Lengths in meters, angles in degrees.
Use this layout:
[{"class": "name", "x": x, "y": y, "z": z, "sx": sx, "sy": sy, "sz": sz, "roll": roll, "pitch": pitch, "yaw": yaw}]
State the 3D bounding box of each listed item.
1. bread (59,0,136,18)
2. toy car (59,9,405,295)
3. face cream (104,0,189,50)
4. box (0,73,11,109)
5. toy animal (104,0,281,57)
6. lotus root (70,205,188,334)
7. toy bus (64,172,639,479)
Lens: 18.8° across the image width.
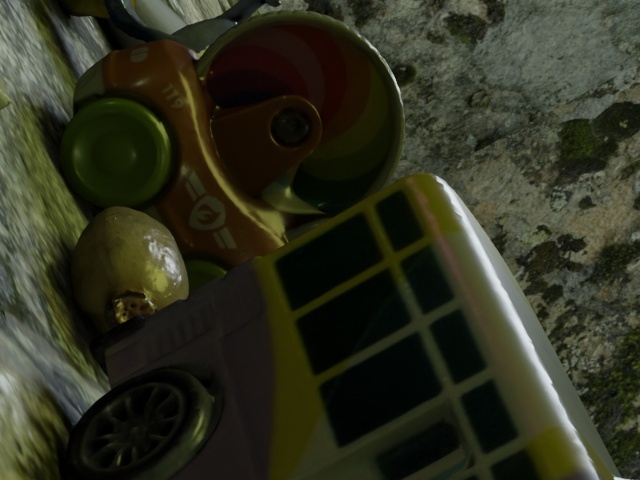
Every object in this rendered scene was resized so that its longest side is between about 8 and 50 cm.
[{"class": "bread", "x": -0.213, "y": -0.286, "z": 1.606, "sx": 0.161, "sy": 0.088, "sz": 0.233, "roll": 51, "pitch": 14, "yaw": -40}, {"class": "toy car", "x": -0.042, "y": -0.052, "z": 1.302, "sx": 0.235, "sy": 0.235, "sz": 0.145, "roll": 61, "pitch": 6, "yaw": -8}, {"class": "face cream", "x": -0.142, "y": -0.166, "z": 1.766, "sx": 0.314, "sy": 0.089, "sz": 0.143, "roll": 52, "pitch": 3, "yaw": 10}, {"class": "box", "x": -0.226, "y": -0.143, "z": 1.051, "sx": 0.090, "sy": 0.024, "sz": 0.167, "roll": 65, "pitch": 6, "yaw": 33}, {"class": "toy animal", "x": -0.102, "y": -0.140, "z": 1.499, "sx": 0.239, "sy": 0.176, "sz": 0.255, "roll": 58, "pitch": -1, "yaw": 5}, {"class": "lotus root", "x": -0.109, "y": 0.021, "z": 1.111, "sx": 0.073, "sy": 0.062, "sz": 0.150, "roll": 59, "pitch": 4, "yaw": -21}, {"class": "toy bus", "x": 0.056, "y": 0.182, "z": 0.837, "sx": 0.209, "sy": 0.249, "sz": 0.440, "roll": 58, "pitch": 6, "yaw": -32}]
